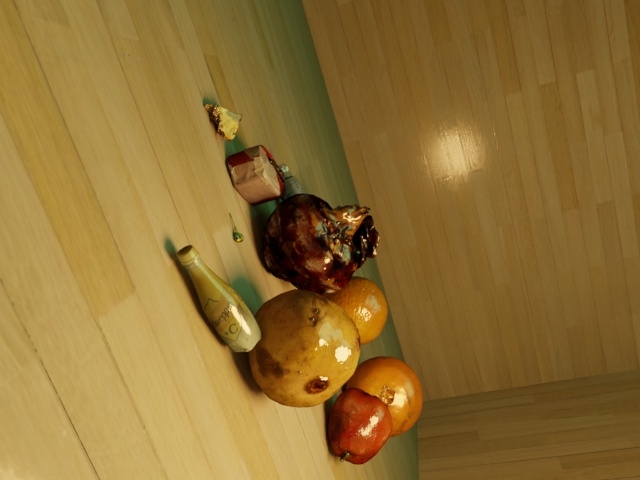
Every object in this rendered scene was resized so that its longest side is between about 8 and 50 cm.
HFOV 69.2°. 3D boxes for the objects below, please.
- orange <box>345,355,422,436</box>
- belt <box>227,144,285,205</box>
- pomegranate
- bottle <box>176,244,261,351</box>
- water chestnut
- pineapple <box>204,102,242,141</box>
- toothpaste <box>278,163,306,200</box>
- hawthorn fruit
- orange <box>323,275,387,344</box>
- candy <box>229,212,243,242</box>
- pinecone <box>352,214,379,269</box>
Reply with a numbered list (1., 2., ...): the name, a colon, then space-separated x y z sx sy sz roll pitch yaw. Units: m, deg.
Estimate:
1. orange: 0.251 0.618 1.845 0.312 0.312 0.311 -14 90 -76
2. belt: -0.172 -0.189 1.339 0.201 0.124 0.127 52 26 -60
3. pomegranate: -0.045 0.261 1.122 0.281 0.282 0.281 -14 90 -76
4. bottle: -0.214 0.123 0.966 0.083 0.083 0.269 -83 150 -55
5. water chestnut: 0.000 0.000 1.405 0.335 0.347 0.335 56 19 -30
6. pineapple: -0.261 -0.333 1.251 0.114 0.077 0.114 39 33 -46
7. toothpaste: -0.075 -0.123 1.610 0.299 0.114 0.073 62 -22 5
8. hawthorn fruit: 0.119 0.632 1.551 0.260 0.224 0.224 -54 133 -42
9. orange: 0.129 0.267 1.784 0.274 0.275 0.274 -14 90 -76
10. candy: -0.224 -0.033 1.210 0.023 0.025 0.083 149 -81 -76
11. pinecone: 0.061 0.014 1.738 0.242 0.296 0.298 60 -17 -13
